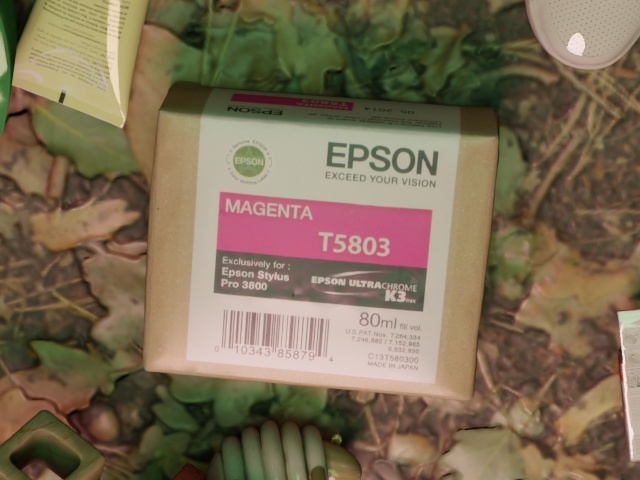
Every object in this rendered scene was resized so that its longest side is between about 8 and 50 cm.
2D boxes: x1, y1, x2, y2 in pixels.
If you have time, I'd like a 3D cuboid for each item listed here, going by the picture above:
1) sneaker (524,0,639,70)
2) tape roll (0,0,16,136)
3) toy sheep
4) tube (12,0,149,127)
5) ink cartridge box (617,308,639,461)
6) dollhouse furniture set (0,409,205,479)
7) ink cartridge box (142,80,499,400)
[{"bbox_3d":[0.202,-0.236,1.200,0.108,0.169,0.292,14,107,-3],"label":"sneaker"},{"bbox_3d":[-0.364,-0.129,1.258,0.321,0.077,0.321,-3,122,-4],"label":"tape roll"},{"bbox_3d":[-0.036,0.172,1.365,0.132,0.091,0.091,-4,105,-5],"label":"toy sheep"},{"bbox_3d":[-0.143,-0.200,1.289,0.062,0.070,0.240,0,118,-43],"label":"tube"},{"bbox_3d":[0.246,0.098,1.361,0.063,0.029,0.115,-7,104,5],"label":"ink cartridge box"},{"bbox_3d":[-0.203,0.221,1.352,0.374,0.152,0.201,33,137,17],"label":"dollhouse furniture set"},{"bbox_3d":[0.000,0.000,1.317,0.234,0.088,0.193,4,107,3],"label":"ink cartridge box"}]
